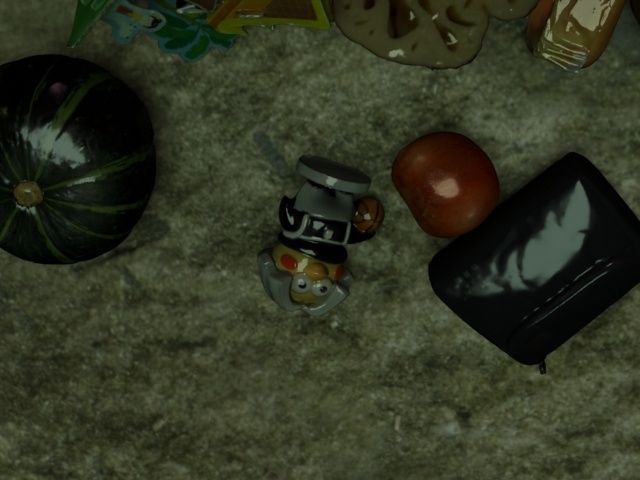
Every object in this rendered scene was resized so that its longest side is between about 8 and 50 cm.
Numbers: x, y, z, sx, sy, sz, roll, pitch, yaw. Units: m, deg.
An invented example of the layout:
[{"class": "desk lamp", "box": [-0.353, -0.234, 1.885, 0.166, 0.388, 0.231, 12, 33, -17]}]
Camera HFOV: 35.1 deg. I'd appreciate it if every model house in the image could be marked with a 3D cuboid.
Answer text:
[{"class": "model house", "box": [-0.139, -0.353, 1.402, 0.313, 0.242, 0.357, 31, 126, -28]}]

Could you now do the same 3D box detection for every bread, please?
[{"class": "bread", "box": [0.374, -0.359, 1.401, 0.107, 0.136, 0.241, 18, 112, -2]}]

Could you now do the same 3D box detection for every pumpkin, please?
[{"class": "pumpkin", "box": [-0.402, -0.119, 1.524, 0.323, 0.241, 0.323, 3, 112, 9]}]

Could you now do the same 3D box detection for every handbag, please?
[{"class": "handbag", "box": [0.354, 0.059, 1.529, 0.302, 0.178, 0.275, -40, 103, 18]}]

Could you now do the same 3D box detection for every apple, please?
[{"class": "apple", "box": [0.189, -0.087, 1.514, 0.139, 0.163, 0.163, -32, 104, 4]}]

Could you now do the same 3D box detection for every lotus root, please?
[{"class": "lotus root", "box": [0.166, -0.389, 1.373, 0.316, 0.250, 0.316, 0, 119, -1]}]

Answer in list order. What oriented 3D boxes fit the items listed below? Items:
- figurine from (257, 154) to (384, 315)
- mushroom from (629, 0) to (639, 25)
[{"class": "figurine", "box": [0.000, 0.000, 1.582, 0.176, 0.133, 0.236, 14, 106, -18]}, {"class": "mushroom", "box": [0.540, -0.318, 1.394, 0.194, 0.138, 0.231, -40, 101, 18]}]
